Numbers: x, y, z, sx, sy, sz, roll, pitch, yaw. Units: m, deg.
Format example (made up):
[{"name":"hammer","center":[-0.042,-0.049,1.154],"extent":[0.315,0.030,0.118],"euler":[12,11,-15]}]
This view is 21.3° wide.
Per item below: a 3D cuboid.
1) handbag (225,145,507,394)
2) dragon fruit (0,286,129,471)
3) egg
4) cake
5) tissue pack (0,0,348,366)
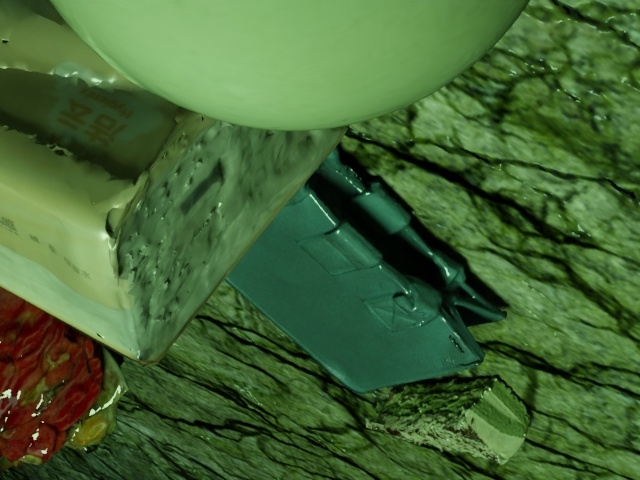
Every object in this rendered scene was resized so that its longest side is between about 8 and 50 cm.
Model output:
[{"name":"handbag","center":[0.000,0.000,1.114],"extent":[0.229,0.062,0.179],"euler":[42,153,-15]},{"name":"dragon fruit","center":[-0.290,0.035,1.313],"extent":[0.342,0.277,0.277],"euler":[37,158,18]},{"name":"egg","center":[-0.013,-0.152,0.639],"extent":[0.219,0.219,0.269],"euler":[27,160,19]},{"name":"cake","center":[0.083,0.122,1.238],"extent":[0.140,0.051,0.055],"euler":[7,144,45]},{"name":"tissue pack","center":[-0.166,-0.120,0.922],"extent":[0.306,0.238,0.238],"euler":[28,155,20]}]
